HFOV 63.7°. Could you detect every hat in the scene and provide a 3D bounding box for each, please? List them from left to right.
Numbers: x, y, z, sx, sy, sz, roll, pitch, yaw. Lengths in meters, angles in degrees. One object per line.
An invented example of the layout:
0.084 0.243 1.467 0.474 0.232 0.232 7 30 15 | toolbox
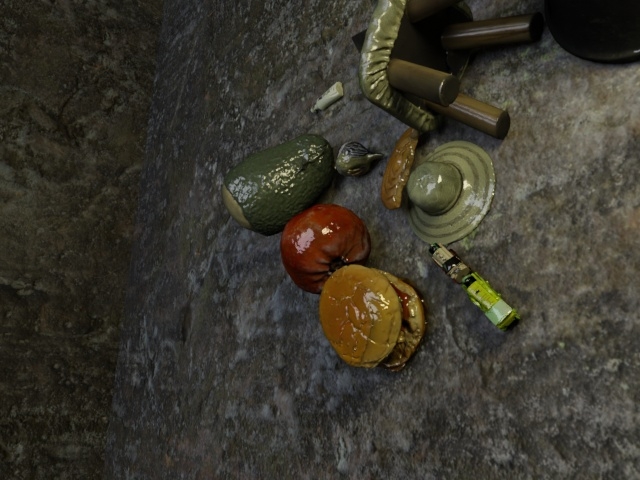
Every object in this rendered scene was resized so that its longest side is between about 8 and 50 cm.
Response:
0.254 -0.118 1.154 0.252 0.110 0.252 -20 63 46 | hat

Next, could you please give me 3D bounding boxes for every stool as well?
0.272 -0.393 1.069 0.226 0.310 0.310 21 97 45 | stool

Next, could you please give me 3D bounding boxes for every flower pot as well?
0.504 -0.511 0.856 0.379 0.251 0.380 -17 68 46 | flower pot

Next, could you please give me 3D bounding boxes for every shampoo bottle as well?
0.017 -0.439 1.612 0.141 0.034 0.049 -28 63 45 | shampoo bottle

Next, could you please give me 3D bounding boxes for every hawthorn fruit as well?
0.000 0.000 1.353 0.242 0.241 0.272 -61 32 18 | hawthorn fruit

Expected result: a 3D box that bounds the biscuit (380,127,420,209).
0.189 -0.177 1.268 0.144 0.033 0.224 159 130 -75 | biscuit

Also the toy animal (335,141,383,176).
0.102 -0.231 1.397 0.137 0.098 0.098 -25 59 26 | toy animal

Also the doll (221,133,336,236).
-0.111 -0.171 1.499 0.349 0.247 0.247 -37 47 5 | doll

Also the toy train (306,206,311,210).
-0.073 -0.097 1.608 0.209 0.042 0.044 28 100 51 | toy train

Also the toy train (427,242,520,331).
0.304 0.084 1.051 0.053 0.085 0.250 -46 44 9 | toy train

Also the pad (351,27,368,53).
0.187 -0.510 1.357 0.211 0.143 0.003 -6 36 51 | pad

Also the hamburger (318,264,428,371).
0.114 0.178 1.191 0.244 0.163 0.245 -20 63 45 | hamburger
